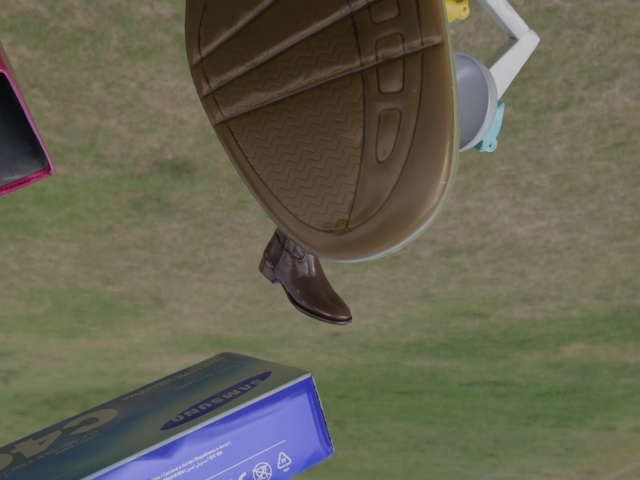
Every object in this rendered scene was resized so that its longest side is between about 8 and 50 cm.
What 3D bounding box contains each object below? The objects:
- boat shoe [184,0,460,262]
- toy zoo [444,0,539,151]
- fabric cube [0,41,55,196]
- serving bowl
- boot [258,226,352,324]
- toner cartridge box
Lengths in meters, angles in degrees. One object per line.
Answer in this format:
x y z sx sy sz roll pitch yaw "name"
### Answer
-0.006 -0.121 0.377 0.104 0.285 0.089 -21 161 14 "boat shoe"
0.058 -0.181 0.747 0.293 0.192 0.030 45 -176 -18 "toy zoo"
-0.404 -0.156 0.709 0.259 0.258 0.254 -24 173 -13 "fabric cube"
0.117 -0.113 0.712 0.027 0.083 0.083 -1 166 -38 "serving bowl"
0.000 0.000 0.706 0.106 0.114 0.037 34 -151 24 "boot"
-0.178 0.188 0.650 0.347 0.075 0.165 -21 -169 -30 "toner cartridge box"
